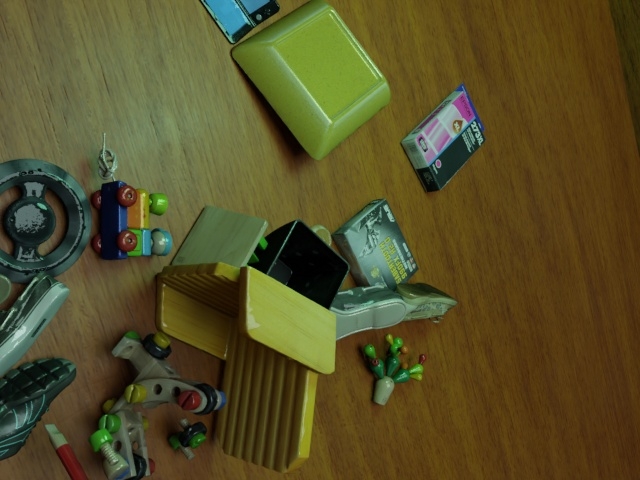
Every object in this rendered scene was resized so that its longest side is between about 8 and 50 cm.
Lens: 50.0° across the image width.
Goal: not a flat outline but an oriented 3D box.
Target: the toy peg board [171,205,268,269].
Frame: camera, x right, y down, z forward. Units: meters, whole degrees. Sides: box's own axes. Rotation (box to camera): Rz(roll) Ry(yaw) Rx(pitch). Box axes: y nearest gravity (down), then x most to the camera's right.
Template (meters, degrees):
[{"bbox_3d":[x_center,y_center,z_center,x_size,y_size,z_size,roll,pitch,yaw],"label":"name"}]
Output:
[{"bbox_3d":[-0.205,0.025,1.480,0.161,0.161,0.079,-63,151,-24],"label":"toy peg board"}]

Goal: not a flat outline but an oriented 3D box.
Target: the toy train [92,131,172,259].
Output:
[{"bbox_3d":[-0.368,-0.085,1.371,0.143,0.105,0.247,3,85,-50],"label":"toy train"}]

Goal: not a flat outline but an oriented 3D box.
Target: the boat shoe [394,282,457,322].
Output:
[{"bbox_3d":[0.278,0.173,1.878,0.285,0.105,0.089,10,105,-50],"label":"boat shoe"}]

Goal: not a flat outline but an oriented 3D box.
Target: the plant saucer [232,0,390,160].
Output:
[{"bbox_3d":[0.007,-0.413,1.669,0.332,0.081,0.333,52,56,-8],"label":"plant saucer"}]

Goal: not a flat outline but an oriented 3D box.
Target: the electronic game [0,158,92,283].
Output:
[{"bbox_3d":[-0.533,-0.035,1.256,0.229,0.048,0.229,-5,98,-38],"label":"electronic game"}]

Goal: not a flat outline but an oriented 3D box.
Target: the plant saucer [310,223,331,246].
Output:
[{"bbox_3d":[0.000,0.000,1.724,0.083,0.015,0.083,4,84,-40],"label":"plant saucer"}]

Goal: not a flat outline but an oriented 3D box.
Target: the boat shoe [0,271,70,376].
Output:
[{"bbox_3d":[-0.545,0.156,1.223,0.070,0.078,0.219,34,72,4],"label":"boat shoe"}]

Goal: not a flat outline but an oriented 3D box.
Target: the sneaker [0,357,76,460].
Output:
[{"bbox_3d":[-0.546,0.308,1.208,0.267,0.101,0.106,-37,132,-37],"label":"sneaker"}]

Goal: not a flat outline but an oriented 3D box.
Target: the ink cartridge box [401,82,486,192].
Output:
[{"bbox_3d":[0.392,-0.317,2.051,0.371,0.069,0.175,-46,115,-35],"label":"ink cartridge box"}]

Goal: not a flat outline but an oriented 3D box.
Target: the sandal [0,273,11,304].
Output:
[{"bbox_3d":[-0.619,0.095,1.165,0.180,0.049,0.072,-1,101,-39],"label":"sandal"}]

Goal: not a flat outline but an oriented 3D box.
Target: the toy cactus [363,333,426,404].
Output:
[{"bbox_3d":[0.193,0.348,1.816,0.219,0.112,0.180,27,79,-45],"label":"toy cactus"}]

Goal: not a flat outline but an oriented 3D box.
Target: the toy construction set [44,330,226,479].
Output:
[{"bbox_3d":[-0.366,0.306,1.288,0.237,0.257,0.309,48,33,21],"label":"toy construction set"}]

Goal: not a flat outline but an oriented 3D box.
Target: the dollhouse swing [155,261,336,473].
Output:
[{"bbox_3d":[-0.183,0.247,1.335,0.315,0.347,0.304,32,67,-34],"label":"dollhouse swing"}]

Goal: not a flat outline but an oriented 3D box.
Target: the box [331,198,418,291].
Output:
[{"bbox_3d":[0.149,0.032,1.820,0.183,0.056,0.231,-39,111,-35],"label":"box"}]

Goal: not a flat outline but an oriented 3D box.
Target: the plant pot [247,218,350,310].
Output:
[{"bbox_3d":[-0.080,0.082,1.552,0.187,0.167,0.188,43,62,-30],"label":"plant pot"}]

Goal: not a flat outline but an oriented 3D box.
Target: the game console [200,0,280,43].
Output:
[{"bbox_3d":[-0.185,-0.548,1.568,0.144,0.124,0.085,53,30,-24],"label":"game console"}]

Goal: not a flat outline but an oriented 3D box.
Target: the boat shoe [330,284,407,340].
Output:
[{"bbox_3d":[0.049,0.177,1.694,0.335,0.095,0.112,-6,119,-20],"label":"boat shoe"}]
